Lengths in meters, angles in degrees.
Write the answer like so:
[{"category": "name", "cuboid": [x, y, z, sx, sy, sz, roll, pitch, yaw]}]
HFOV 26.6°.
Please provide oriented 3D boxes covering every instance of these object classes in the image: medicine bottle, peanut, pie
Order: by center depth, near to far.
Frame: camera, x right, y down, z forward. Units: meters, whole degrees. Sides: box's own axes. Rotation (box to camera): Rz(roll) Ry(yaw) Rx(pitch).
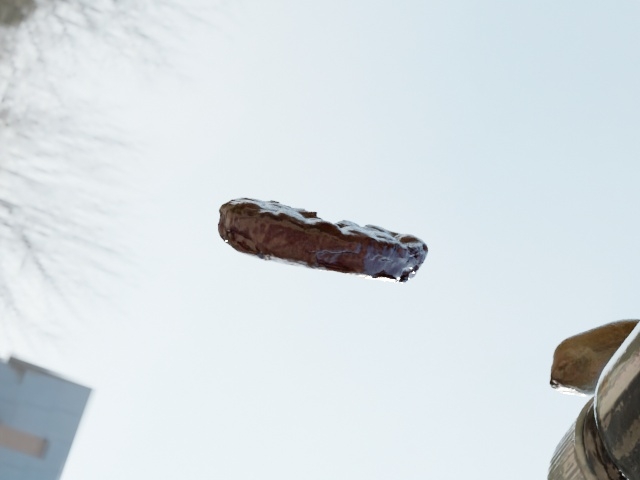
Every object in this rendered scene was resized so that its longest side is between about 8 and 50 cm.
[{"category": "medicine bottle", "cuboid": [0.291, 0.128, 1.013, 0.273, 0.165, 0.165, 116, -17, -45]}, {"category": "pie", "cuboid": [0.000, 0.000, 1.383, 0.204, 0.218, 0.054, -16, 119, -80]}, {"category": "peanut", "cuboid": [0.332, 0.133, 1.564, 0.076, 0.152, 0.076, 159, -90, -79]}]
